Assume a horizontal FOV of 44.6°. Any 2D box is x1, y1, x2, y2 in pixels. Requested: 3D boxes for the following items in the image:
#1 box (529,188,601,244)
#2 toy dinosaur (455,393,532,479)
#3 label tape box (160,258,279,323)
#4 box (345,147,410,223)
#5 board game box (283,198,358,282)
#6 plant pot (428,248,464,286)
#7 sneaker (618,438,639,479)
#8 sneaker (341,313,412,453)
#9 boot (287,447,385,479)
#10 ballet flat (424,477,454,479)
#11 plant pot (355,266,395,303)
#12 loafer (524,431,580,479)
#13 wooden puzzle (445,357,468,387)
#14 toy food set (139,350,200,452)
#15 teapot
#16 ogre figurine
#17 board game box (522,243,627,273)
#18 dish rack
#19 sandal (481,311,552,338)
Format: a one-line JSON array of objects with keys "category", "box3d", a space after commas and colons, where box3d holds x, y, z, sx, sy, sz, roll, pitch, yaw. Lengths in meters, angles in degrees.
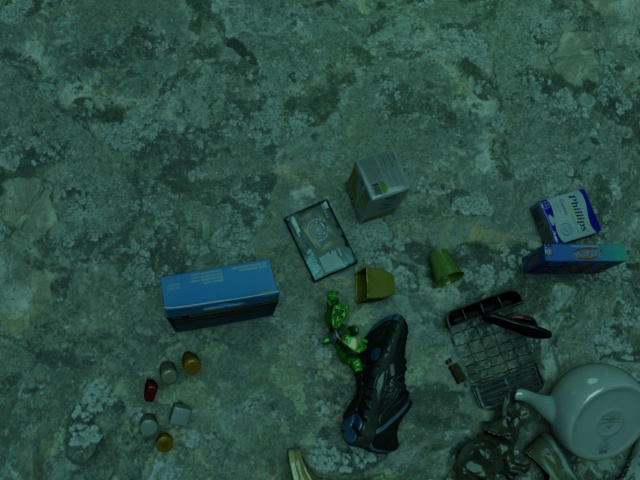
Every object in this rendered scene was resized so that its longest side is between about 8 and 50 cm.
[{"category": "box", "box3d": [0.647, -0.056, 2.064, 0.137, 0.072, 0.126, -17, 78, -10]}, {"category": "toy dinosaur", "box3d": [0.394, 0.532, 1.864, 0.313, 0.121, 0.160, -39, 76, -20]}, {"category": "label tape box", "box3d": [-0.229, 0.120, 1.786, 0.249, 0.347, 0.115, -9, 76, -8]}, {"category": "box", "box3d": [0.140, -0.133, 1.964, 0.103, 0.203, 0.114, -19, 76, -11]}, {"category": "board game box", "box3d": [0.000, 0.000, 2.007, 0.126, 0.026, 0.186, -24, 79, -11]}, {"category": "plant pot", "box3d": [0.315, 0.066, 2.001, 0.083, 0.083, 0.079, -16, 65, -9]}, {"category": "sneaker", "box3d": [0.756, 0.592, 1.903, 0.086, 0.085, 0.237, 20, 71, 7]}, {"category": "sneaker", "box3d": [0.157, 0.349, 1.904, 0.140, 0.125, 0.340, 28, 70, -26]}, {"category": "boot", "box3d": [0.051, 0.574, 1.814, 0.203, 0.095, 0.262, -25, 83, -2]}, {"category": "ballet flat", "box3d": [0.280, 0.607, 1.856, 0.222, 0.077, 0.079, -3, 73, -2]}, {"category": "plant pot", "box3d": [0.141, 0.114, 1.967, 0.083, 0.081, 0.081, 2, 75, -18]}, {"category": "loafer", "box3d": [0.577, 0.592, 1.886, 0.087, 0.094, 0.251, -27, 70, -6]}, {"category": "wooden puzzle", "box3d": [0.344, 0.329, 1.945, 0.006, 0.049, 0.083, -21, 78, -31]}, {"category": "toy food set", "box3d": [-0.365, 0.372, 1.855, 0.111, 0.104, 0.232, 15, 92, -16]}, {"category": "teapot", "box3d": [0.654, 0.392, 1.896, 0.252, 0.187, 0.256, -44, 116, 5]}, {"category": "ogre figurine", "box3d": [0.051, 0.226, 1.906, 0.097, 0.118, 0.197, -37, 83, -18]}, {"category": "board game box", "box3d": [0.644, 0.048, 1.991, 0.210, 0.160, 0.047, -1, 76, -5]}, {"category": "dish rack", "box3d": [0.444, 0.279, 1.956, 0.208, 0.074, 0.271, -18, 78, -9]}, {"category": "sandal", "box3d": [0.485, 0.199, 1.913, 0.179, 0.067, 0.040, 19, 64, 0]}]
